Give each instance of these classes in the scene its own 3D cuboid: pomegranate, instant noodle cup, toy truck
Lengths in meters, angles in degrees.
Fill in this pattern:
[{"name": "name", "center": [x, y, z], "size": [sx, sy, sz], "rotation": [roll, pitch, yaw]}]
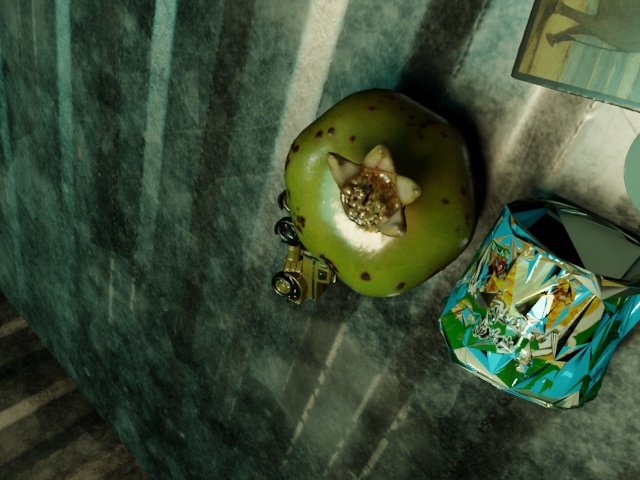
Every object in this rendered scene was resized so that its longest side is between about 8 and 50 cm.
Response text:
[{"name": "pomegranate", "center": [0.073, -0.048, 0.817], "size": [0.290, 0.323, 0.291], "rotation": [8, 119, 15]}, {"name": "instant noodle cup", "center": [0.285, 0.065, 0.756], "size": [0.240, 0.240, 0.178], "rotation": [34, 124, 28]}, {"name": "toy truck", "center": [-0.004, 0.000, 1.081], "size": [0.127, 0.127, 0.257], "rotation": [25, 129, 16]}]

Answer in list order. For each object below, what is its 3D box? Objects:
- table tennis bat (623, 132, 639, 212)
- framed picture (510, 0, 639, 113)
[{"name": "table tennis bat", "center": [0.436, -0.101, 0.642], "size": [0.149, 0.038, 0.237], "rotation": [54, 141, 21]}, {"name": "framed picture", "center": [0.385, -0.248, 0.586], "size": [0.347, 0.016, 0.265], "rotation": [28, 116, 32]}]
